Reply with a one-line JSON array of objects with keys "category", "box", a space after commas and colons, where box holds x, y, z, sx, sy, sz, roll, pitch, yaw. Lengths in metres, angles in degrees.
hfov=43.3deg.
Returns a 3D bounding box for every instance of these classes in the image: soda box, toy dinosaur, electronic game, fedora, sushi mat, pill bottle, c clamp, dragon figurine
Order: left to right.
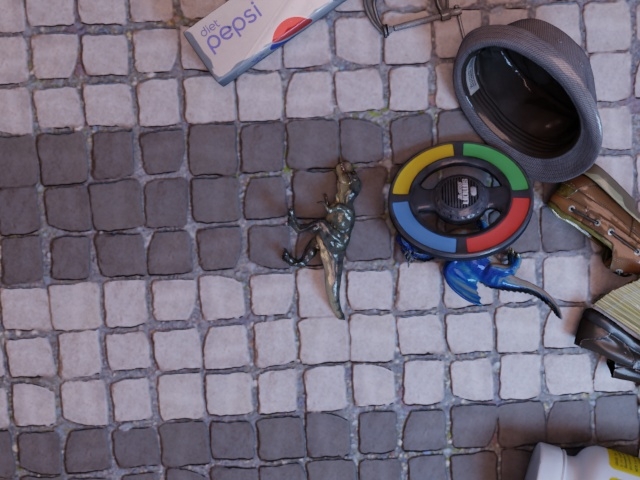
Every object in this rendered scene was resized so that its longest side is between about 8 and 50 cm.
[{"category": "soda box", "box": [-0.071, -0.366, 1.283, 0.286, 0.091, 0.098, -34, 95, 2]}, {"category": "toy dinosaur", "box": [0.000, 0.000, 1.335, 0.118, 0.064, 0.268, 5, 98, -8]}, {"category": "c clamp", "box": [0.153, -0.376, 1.320, 0.160, 0.022, 0.137, -9, 95, 0]}, {"category": "electronic game", "box": [0.221, -0.066, 1.282, 0.229, 0.048, 0.229, -5, 56, 7]}, {"category": "dragon figurine", "box": [0.252, 0.053, 1.326, 0.144, 0.085, 0.289, -44, 90, 5]}, {"category": "fedora", "box": [0.341, -0.237, 1.261, 0.275, 0.244, 0.124, 45, 64, 0]}, {"category": "pill bottle", "box": [0.502, 0.445, 1.303, 0.334, 0.188, 0.188, 16, 95, 11]}, {"category": "sushi mat", "box": [0.608, 0.165, 1.310, 0.316, 0.151, 0.019, 35, 66, 0]}]

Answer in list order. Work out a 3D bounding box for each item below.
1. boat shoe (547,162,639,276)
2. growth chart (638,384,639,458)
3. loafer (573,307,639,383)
[{"category": "boat shoe", "box": [0.504, 0.012, 1.321, 0.104, 0.111, 0.307, -45, 82, 1]}, {"category": "growth chart", "box": [0.625, 0.364, 1.394, 0.172, 0.021, 0.237, 1, 96, -2]}, {"category": "loafer", "box": [0.518, 0.202, 1.355, 0.220, 0.080, 0.078, 36, 100, 4]}]
